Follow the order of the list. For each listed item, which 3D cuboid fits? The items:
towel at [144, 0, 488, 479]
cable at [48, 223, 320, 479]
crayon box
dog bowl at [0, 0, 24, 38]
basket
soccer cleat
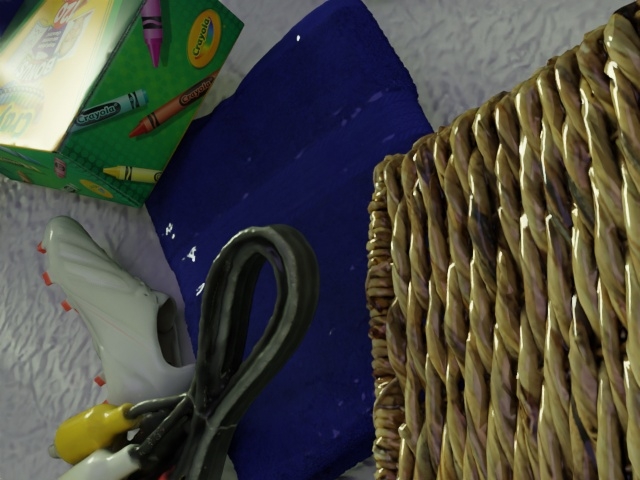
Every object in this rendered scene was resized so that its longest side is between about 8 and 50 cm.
[{"bbox_3d":[0.000,0.000,0.591,0.227,0.076,0.308,-36,54,17],"label":"towel"},{"bbox_3d":[-0.087,0.118,0.513,0.287,0.072,0.139,-51,56,37],"label":"cable"},{"bbox_3d":[-0.201,-0.129,0.711,0.278,0.081,0.165,12,71,50],"label":"crayon box"},{"bbox_3d":[-0.327,-0.341,0.893,0.264,0.104,0.265,-8,72,26],"label":"dog bowl"},{"bbox_3d":[0.167,0.071,0.399,0.223,0.213,0.299,-32,54,51],"label":"basket"},{"bbox_3d":[-0.151,0.049,0.651,0.076,0.068,0.196,-35,61,3],"label":"soccer cleat"}]
